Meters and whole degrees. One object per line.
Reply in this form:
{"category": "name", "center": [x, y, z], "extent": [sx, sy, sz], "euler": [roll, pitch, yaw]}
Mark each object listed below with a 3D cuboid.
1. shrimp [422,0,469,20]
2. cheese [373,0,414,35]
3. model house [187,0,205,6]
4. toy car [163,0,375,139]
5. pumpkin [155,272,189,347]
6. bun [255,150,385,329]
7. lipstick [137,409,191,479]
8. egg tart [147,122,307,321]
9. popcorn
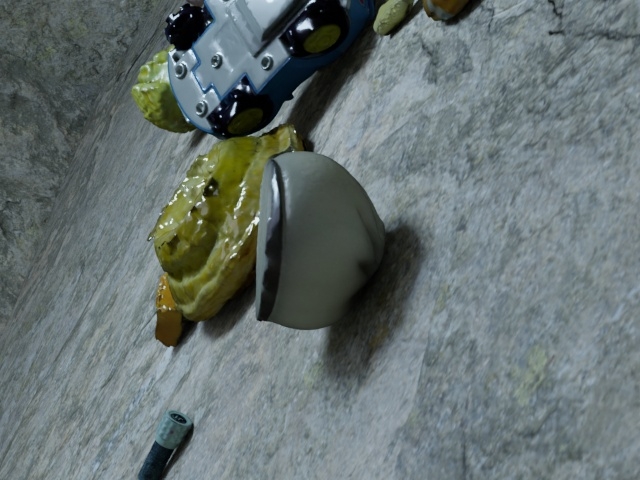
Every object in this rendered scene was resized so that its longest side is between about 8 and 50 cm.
{"category": "shrimp", "center": [0.150, -0.343, 1.462], "extent": [0.287, 0.063, 0.152], "euler": [-87, 18, -51]}
{"category": "cheese", "center": [0.091, -0.278, 1.565], "extent": [0.083, 0.030, 0.044], "euler": [134, 152, -56]}
{"category": "model house", "center": [-0.066, -0.409, 1.896], "extent": [0.202, 0.237, 0.237], "euler": [14, 81, 66]}
{"category": "toy car", "center": [-0.068, -0.268, 1.749], "extent": [0.314, 0.166, 0.198], "euler": [-45, 61, 27]}
{"category": "pumpkin", "center": [-0.200, 0.096, 1.795], "extent": [0.083, 0.054, 0.074], "euler": [106, 168, -46]}
{"category": "bun", "center": [0.000, 0.000, 1.248], "extent": [0.173, 0.120, 0.173], "euler": [-178, 90, -82]}
{"category": "lipstick", "center": [-0.193, 0.257, 1.560], "extent": [0.116, 0.037, 0.037], "euler": [-61, 17, 15]}
{"category": "egg tart", "center": [-0.125, -0.038, 1.684], "extent": [0.290, 0.115, 0.290], "euler": [-50, 20, 25]}
{"category": "popcorn", "center": [-0.246, -0.274, 2.329], "extent": [0.173, 0.173, 0.142], "euler": [-49, 32, 36]}
